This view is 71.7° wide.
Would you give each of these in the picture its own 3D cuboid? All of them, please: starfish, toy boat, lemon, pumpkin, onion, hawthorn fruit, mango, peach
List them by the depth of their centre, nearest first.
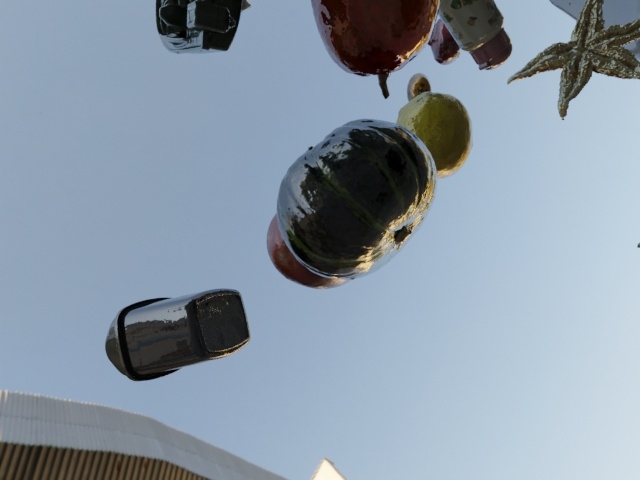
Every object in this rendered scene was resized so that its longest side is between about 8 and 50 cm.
[{"bbox_3d":[0.165,-0.121,0.278,0.016,0.086,0.092,17,-95,-55],"label":"starfish"},{"bbox_3d":[-0.214,-0.367,0.694,0.092,0.319,0.141,-2,-72,-32],"label":"toy boat"},{"bbox_3d":[0.094,-0.365,0.729,0.205,0.205,0.253,-24,-73,-25],"label":"hawthorn fruit"},{"bbox_3d":[0.072,-0.075,0.845,0.323,0.241,0.323,-35,-21,-15],"label":"pumpkin"},{"bbox_3d":[0.365,-0.335,1.435,0.260,0.260,0.284,31,-109,-35],"label":"lemon"},{"bbox_3d":[0.379,-0.644,1.442,0.140,0.150,0.150,-12,-68,0],"label":"onion"},{"bbox_3d":[-0.002,0.008,1.516,0.310,0.335,0.406,-50,-13,31],"label":"peach"},{"bbox_3d":[0.368,-0.563,1.652,0.178,0.090,0.115,-77,-15,-45],"label":"mango"}]

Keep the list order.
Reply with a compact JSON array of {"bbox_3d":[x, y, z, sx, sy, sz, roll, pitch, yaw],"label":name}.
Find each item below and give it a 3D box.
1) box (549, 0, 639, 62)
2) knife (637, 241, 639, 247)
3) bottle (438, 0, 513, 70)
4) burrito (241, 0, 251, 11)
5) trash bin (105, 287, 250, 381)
[{"bbox_3d":[0.378,-0.345,0.529,0.106,0.337,0.264,-21,-42,5],"label":"box"},{"bbox_3d":[0.741,-0.035,0.881,0.030,0.207,0.014,49,-145,-3],"label":"knife"},{"bbox_3d":[0.370,-0.531,1.067,0.120,0.120,0.253,-47,-71,-12],"label":"bottle"},{"bbox_3d":[-0.254,-0.616,1.016,0.058,0.063,0.229,-45,-44,6],"label":"burrito"},{"bbox_3d":[-0.323,0.209,1.005,0.209,0.290,0.182,0,-104,-61],"label":"trash bin"}]
